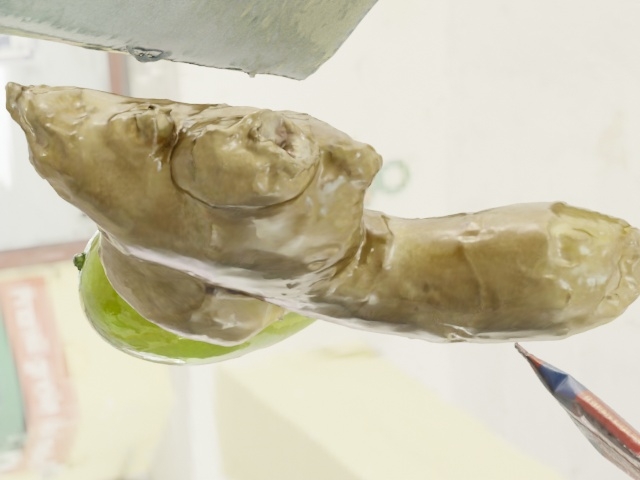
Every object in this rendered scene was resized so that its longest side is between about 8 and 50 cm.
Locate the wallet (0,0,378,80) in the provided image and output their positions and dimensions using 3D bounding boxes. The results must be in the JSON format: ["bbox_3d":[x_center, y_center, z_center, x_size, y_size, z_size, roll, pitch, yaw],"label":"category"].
[{"bbox_3d":[-0.058,-0.164,0.925,0.191,0.379,0.046,-45,-111,24],"label":"wallet"}]

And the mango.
[{"bbox_3d":[-0.101,0.037,1.588,0.185,0.273,0.149,-6,-91,41],"label":"mango"}]

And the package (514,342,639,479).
[{"bbox_3d":[0.202,0.136,1.187,0.083,0.022,0.200,51,-4,-36],"label":"package"}]

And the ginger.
[{"bbox_3d":[0.007,-0.004,0.589,0.133,0.214,0.059,83,13,-59],"label":"ginger"}]
